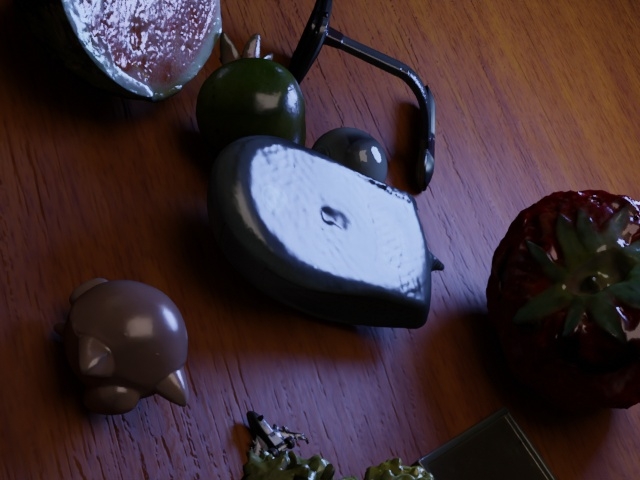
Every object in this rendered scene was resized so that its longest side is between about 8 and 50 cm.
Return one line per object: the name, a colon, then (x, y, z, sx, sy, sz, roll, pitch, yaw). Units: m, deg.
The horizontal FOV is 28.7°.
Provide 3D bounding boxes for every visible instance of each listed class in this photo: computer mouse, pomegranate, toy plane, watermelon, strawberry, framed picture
computer mouse: (0.000, 0.000, 1.469, 0.371, 0.122, 0.188, 18, 56, -39)
pomegranate: (-0.089, -0.167, 1.519, 0.131, 0.152, 0.191, -13, 55, -5)
toy plane: (-0.050, 0.211, 1.308, 0.078, 0.031, 0.083, -28, 80, -38)
watermelon: (-0.239, -0.268, 1.430, 0.224, 0.180, 0.305, 41, 33, 4)
strawberry: (0.351, 0.095, 1.641, 0.292, 0.310, 0.292, 1, 59, -1)
framed picture: (0.246, 0.349, 1.478, 0.213, 0.016, 0.289, -20, 71, -50)

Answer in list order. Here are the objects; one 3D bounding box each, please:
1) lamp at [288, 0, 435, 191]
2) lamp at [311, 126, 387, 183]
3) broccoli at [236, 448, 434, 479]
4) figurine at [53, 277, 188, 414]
lamp: (0.081, -0.229, 1.755, 0.283, 0.124, 0.203, 35, 29, -19)
lamp: (0.034, -0.093, 1.597, 0.105, 0.105, 0.105, 25, 43, -26)
broccoli: (0.067, 0.322, 1.115, 0.348, 0.281, 0.293, 3, 54, -42)
figurine: (-0.190, 0.100, 1.212, 0.125, 0.125, 0.138, 19, 30, -32)
